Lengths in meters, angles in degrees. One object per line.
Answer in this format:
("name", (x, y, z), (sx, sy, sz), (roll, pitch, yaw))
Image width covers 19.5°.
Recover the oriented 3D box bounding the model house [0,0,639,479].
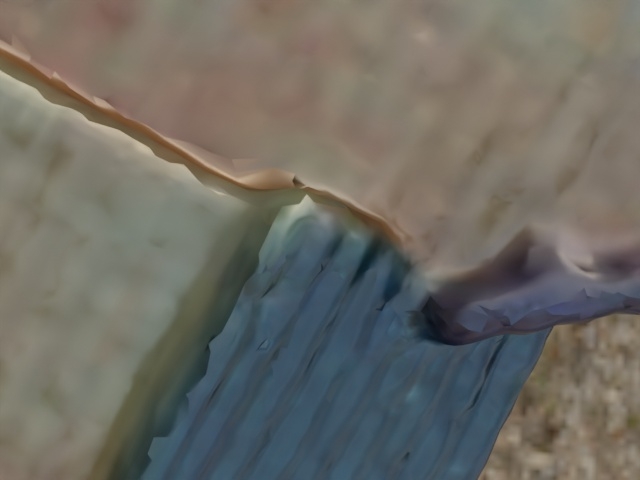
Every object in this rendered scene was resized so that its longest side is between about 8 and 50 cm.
("model house", (0.000, 0.000, 0.582), (0.312, 0.280, 0.245), (-62, -176, 4))
